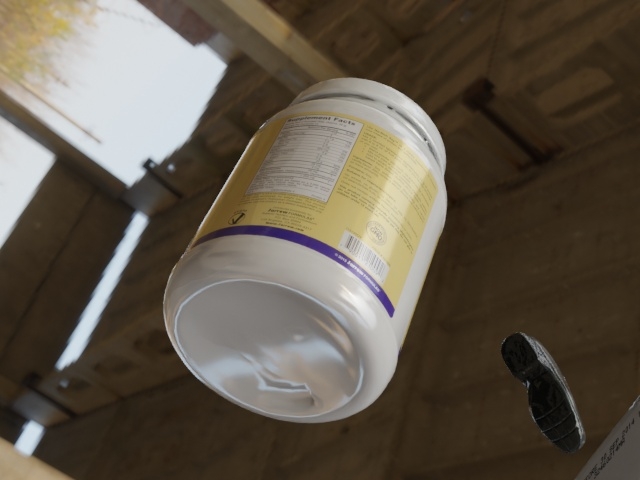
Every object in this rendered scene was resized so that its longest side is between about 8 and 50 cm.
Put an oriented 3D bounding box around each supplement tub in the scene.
[{"bbox_3d":[0.000,0.000,1.095,0.241,0.241,0.331,-33,-158,40],"label":"supplement tub"}]

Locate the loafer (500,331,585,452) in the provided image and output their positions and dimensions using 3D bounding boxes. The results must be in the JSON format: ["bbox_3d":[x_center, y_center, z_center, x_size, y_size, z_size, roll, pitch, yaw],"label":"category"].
[{"bbox_3d":[0.300,0.194,1.331,0.062,0.061,0.170,-40,-119,35],"label":"loafer"}]

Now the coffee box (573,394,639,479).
[{"bbox_3d":[0.267,0.164,0.432,0.119,0.297,0.168,-67,178,-52],"label":"coffee box"}]
